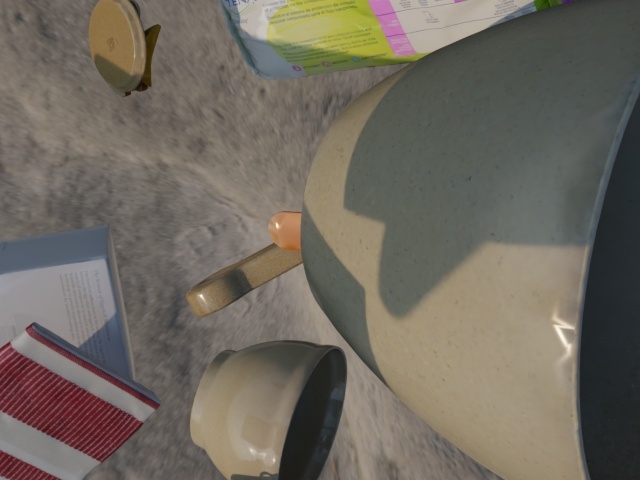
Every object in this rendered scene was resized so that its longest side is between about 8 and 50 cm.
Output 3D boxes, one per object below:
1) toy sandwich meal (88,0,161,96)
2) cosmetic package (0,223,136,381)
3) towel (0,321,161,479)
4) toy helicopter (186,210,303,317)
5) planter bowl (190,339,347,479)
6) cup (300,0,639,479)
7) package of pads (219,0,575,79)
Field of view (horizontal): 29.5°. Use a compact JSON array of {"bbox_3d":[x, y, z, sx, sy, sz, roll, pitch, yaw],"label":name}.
[{"bbox_3d":[-0.151,-0.152,0.944,0.029,0.085,0.085,-16,91,-38],"label":"toy sandwich meal"},{"bbox_3d":[-0.372,0.117,1.621,0.225,0.138,0.224,-8,111,-4],"label":"cosmetic package"},{"bbox_3d":[-0.391,0.256,1.521,0.329,0.037,0.237,-42,132,10],"label":"towel"},{"bbox_3d":[0.000,0.000,1.439,0.355,0.235,0.140,-29,100,4],"label":"toy helicopter"},{"bbox_3d":[-0.055,0.163,1.143,0.109,0.162,0.162,15,90,18],"label":"planter bowl"},{"bbox_3d":[0.129,-0.005,0.780,0.237,0.331,0.331,12,90,34],"label":"cup"},{"bbox_3d":[0.089,-0.226,0.953,0.229,0.297,0.101,-48,124,-39],"label":"package of pads"}]
